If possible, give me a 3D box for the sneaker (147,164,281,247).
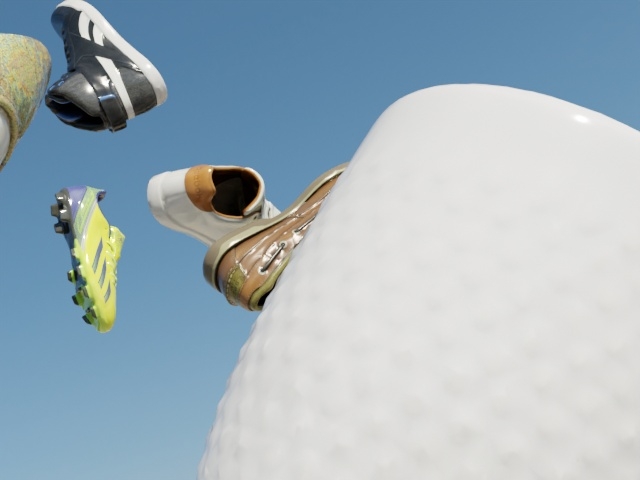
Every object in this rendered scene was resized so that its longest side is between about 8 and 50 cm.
[{"bbox_3d":[-0.103,-0.035,1.283,0.123,0.106,0.290,-16,-18,27],"label":"sneaker"}]

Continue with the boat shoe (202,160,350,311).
[{"bbox_3d":[0.000,0.000,1.191,0.307,0.104,0.111,-35,-42,-25],"label":"boat shoe"}]

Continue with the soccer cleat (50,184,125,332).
[{"bbox_3d":[-0.401,0.026,1.662,0.121,0.289,0.093,-7,-24,-32],"label":"soccer cleat"}]

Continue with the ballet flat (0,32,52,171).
[{"bbox_3d":[-0.288,-0.033,0.552,0.348,0.123,0.123,-29,-7,-43],"label":"ballet flat"}]

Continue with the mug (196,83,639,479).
[{"bbox_3d":[0.083,0.143,0.584,0.328,0.276,0.374,-59,-22,-19],"label":"mug"}]

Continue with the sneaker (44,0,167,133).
[{"bbox_3d":[-0.295,-0.209,1.104,0.121,0.217,0.079,-36,-32,-24],"label":"sneaker"}]
